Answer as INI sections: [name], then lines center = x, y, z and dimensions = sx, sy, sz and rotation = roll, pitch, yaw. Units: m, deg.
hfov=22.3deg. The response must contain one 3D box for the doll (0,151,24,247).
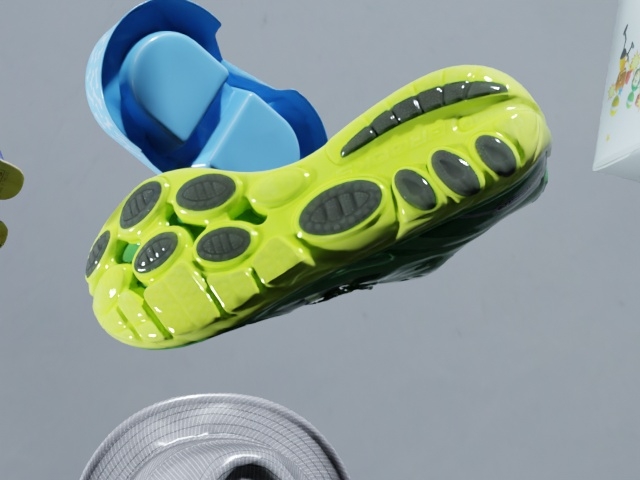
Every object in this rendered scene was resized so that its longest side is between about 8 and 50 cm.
[doll]
center = -0.231, -0.071, 1.017
dimensions = 0.046, 0.189, 0.129
rotation = 7, 116, -31

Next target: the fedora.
[fedora]
center = -0.064, 0.246, 1.211
dimensions = 0.244, 0.124, 0.275
rotation = 6, 79, -15

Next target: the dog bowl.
[dog bowl]
center = -0.123, -0.126, 1.714
dimensions = 0.297, 0.074, 0.166
rotation = 40, 69, -27

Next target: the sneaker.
[sneaker]
center = 0.000, 0.000, 0.940
dimensions = 0.296, 0.123, 0.109
rotation = -19, 63, 18

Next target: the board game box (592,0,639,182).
[board game box]
center = 0.271, -0.160, 0.803
dimensions = 0.224, 0.097, 0.303
rotation = 14, 77, -15
